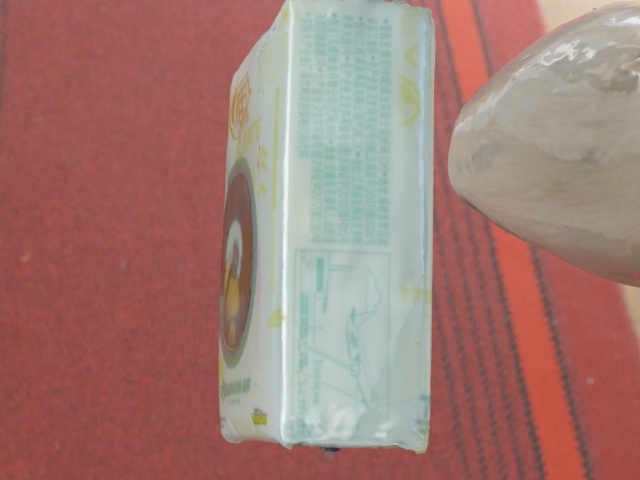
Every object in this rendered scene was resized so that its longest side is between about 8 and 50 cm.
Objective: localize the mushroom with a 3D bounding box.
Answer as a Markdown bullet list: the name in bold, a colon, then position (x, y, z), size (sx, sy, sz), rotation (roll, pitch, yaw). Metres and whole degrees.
- **mushroom**: position (0.105, -0.032, 0.393), size (0.097, 0.212, 0.088), rotation (29, 84, -8)

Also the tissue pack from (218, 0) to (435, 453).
- **tissue pack**: position (0.000, 0.000, 1.256), size (0.162, 0.287, 0.388), rotation (4, 81, -14)
